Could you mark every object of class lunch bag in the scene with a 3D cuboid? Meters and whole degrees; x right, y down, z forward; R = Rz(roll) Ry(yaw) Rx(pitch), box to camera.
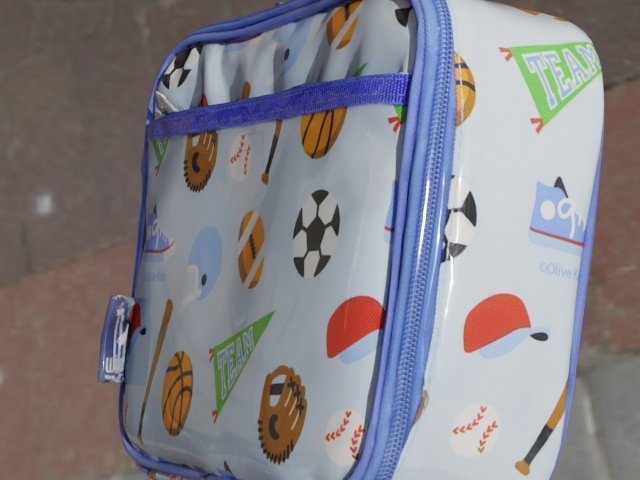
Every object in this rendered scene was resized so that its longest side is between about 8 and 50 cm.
[{"bbox_3d":[0.000,0.000,0.802,0.303,0.115,0.243,0,84,62],"label":"lunch bag"}]
